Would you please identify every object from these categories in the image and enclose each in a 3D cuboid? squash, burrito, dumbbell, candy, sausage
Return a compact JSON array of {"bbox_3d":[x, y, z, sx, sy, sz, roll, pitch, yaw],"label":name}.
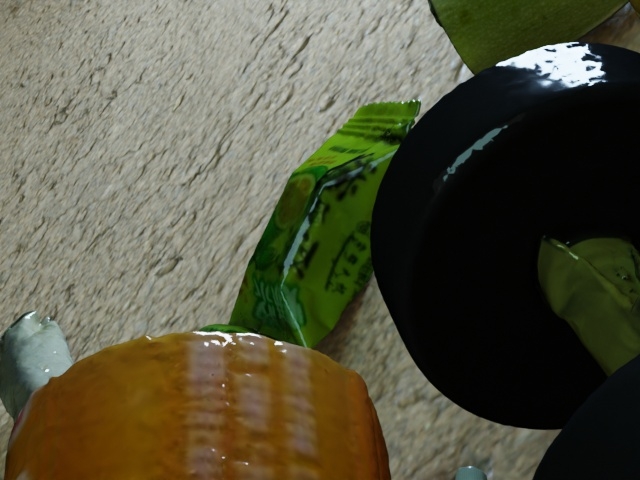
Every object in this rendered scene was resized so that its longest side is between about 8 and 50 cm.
[{"bbox_3d":[0.167,-0.202,1.001,0.186,0.123,0.123,-31,35,29],"label":"squash"},{"bbox_3d":[-0.242,0.147,1.260,0.082,0.059,0.275,-56,28,7],"label":"burrito"},{"bbox_3d":[0.155,0.058,0.641,0.204,0.203,0.322,-45,29,13],"label":"dumbbell"},{"bbox_3d":[0.000,0.000,1.065,0.149,0.069,0.246,8,69,63],"label":"candy"},{"bbox_3d":[-0.065,0.217,0.753,0.233,0.233,0.287,-38,31,25],"label":"sausage"}]

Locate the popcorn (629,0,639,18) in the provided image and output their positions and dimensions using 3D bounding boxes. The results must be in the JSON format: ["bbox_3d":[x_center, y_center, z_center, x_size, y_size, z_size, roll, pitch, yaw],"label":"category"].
[{"bbox_3d":[0.271,-0.191,0.751,0.250,0.250,0.190,-54,-3,-4],"label":"popcorn"}]

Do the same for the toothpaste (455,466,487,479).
[{"bbox_3d":[0.082,0.215,0.745,0.064,0.041,0.218,-26,42,30],"label":"toothpaste"}]
